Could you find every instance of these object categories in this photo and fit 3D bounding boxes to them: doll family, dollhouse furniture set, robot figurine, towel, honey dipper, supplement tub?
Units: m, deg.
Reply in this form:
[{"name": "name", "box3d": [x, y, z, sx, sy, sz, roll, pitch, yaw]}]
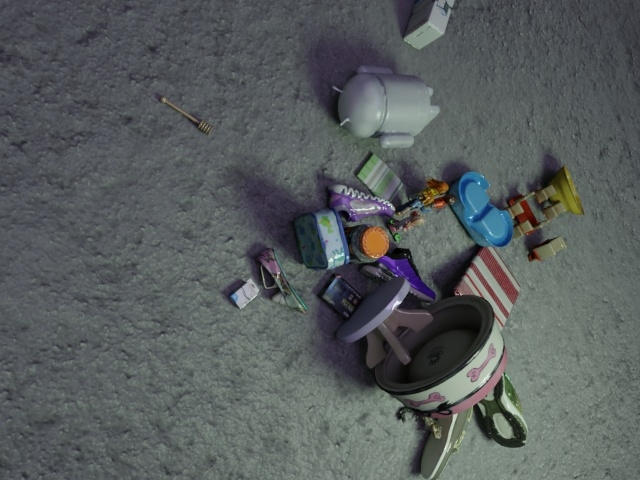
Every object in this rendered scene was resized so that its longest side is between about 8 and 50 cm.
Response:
[{"name": "doll family", "box3d": [0.332, -0.129, 1.621, 0.263, 0.163, 0.118, -31, 96, -31]}, {"name": "dollhouse furniture set", "box3d": [0.815, -0.055, 1.904, 0.262, 0.135, 0.259, -25, 86, -26]}, {"name": "robot figurine", "box3d": [0.204, -0.428, 1.571, 0.353, 0.200, 0.300, -7, 69, -27]}, {"name": "towel", "box3d": [0.198, -0.203, 1.653, 0.152, 0.023, 0.113, 43, 67, -15]}, {"name": "towel", "box3d": [0.596, 0.173, 1.752, 0.237, 0.037, 0.329, 54, 47, -7]}, {"name": "honey dipper", "box3d": [-0.374, -0.353, 1.377, 0.160, 0.030, 0.030, 33, 73, -18]}, {"name": "supplement tub", "box3d": [0.118, 0.011, 1.500, 0.117, 0.190, 0.117, 3, 84, -26]}]

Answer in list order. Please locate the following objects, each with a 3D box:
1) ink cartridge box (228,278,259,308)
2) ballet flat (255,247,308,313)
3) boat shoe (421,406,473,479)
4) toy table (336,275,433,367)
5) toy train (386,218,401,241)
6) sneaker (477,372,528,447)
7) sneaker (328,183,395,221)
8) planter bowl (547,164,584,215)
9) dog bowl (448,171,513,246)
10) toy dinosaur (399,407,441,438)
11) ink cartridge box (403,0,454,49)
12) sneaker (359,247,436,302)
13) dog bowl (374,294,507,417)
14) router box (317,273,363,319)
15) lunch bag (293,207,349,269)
[{"name": "ink cartridge box", "box3d": [-0.215, 0.151, 1.416, 0.083, 0.028, 0.048, -41, 104, -23]}, {"name": "ballet flat", "box3d": [-0.122, 0.130, 1.447, 0.079, 0.077, 0.221, -30, 95, -6]}, {"name": "boat shoe", "box3d": [0.428, 0.656, 1.647, 0.091, 0.109, 0.305, 32, 69, -15]}, {"name": "toy table", "box3d": [0.201, 0.257, 1.503, 0.274, 0.252, 0.161, -39, 103, 22]}, {"name": "toy train", "box3d": [0.246, -0.034, 1.663, 0.023, 0.017, 0.083, -30, 99, -14]}, {"name": "sneaker", "box3d": [0.622, 0.518, 1.767, 0.182, 0.158, 0.410, -28, 97, -56]}, {"name": "sneaker", "box3d": [0.124, -0.102, 1.573, 0.236, 0.095, 0.105, 15, 86, -19]}, {"name": "planter bowl", "box3d": [0.966, -0.186, 1.966, 0.217, 0.090, 0.217, 34, 45, -43]}, {"name": "dog bowl", "box3d": [0.574, -0.103, 1.780, 0.166, 0.074, 0.297, -39, 97, -31]}, {"name": "toy dinosaur", "box3d": [0.311, 0.531, 1.628, 0.118, 0.064, 0.268, -15, 83, -22]}, {"name": "ink cartridge box", "box3d": [0.382, -0.788, 1.719, 0.082, 0.139, 0.191, 23, 77, -25]}, {"name": "sneaker", "box3d": [0.279, 0.100, 1.621, 0.293, 0.102, 0.146, 29, 73, -21]}, {"name": "dog bowl", "box3d": [0.367, 0.350, 1.474, 0.408, 0.408, 0.150, -42, 103, -22]}, {"name": "router box", "box3d": [0.063, 0.176, 1.544, 0.122, 0.038, 0.092, 43, 70, -17]}, {"name": "lunch bag", "box3d": [0.000, 0.000, 1.428, 0.090, 0.219, 0.176, -15, 92, -20]}]
